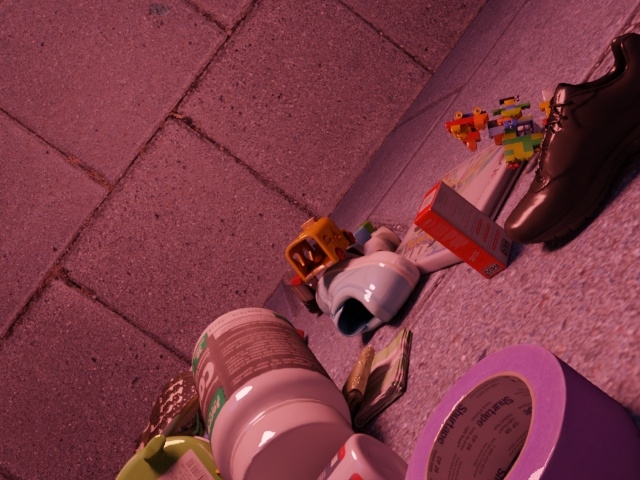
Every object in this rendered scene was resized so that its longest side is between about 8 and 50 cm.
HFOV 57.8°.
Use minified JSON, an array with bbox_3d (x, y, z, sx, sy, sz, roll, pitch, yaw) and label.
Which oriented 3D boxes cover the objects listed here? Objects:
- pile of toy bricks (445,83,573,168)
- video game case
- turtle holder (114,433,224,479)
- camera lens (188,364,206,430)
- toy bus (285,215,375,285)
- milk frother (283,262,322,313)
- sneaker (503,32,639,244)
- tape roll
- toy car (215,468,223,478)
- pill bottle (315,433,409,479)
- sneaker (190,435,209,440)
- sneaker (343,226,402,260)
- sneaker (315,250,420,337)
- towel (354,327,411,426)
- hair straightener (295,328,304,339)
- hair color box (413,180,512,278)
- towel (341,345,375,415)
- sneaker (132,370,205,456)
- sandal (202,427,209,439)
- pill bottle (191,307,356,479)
[{"bbox_3d":[0.328,-0.174,0.977,0.212,0.105,0.118,-10,-10,21],"label":"pile of toy bricks"},{"bbox_3d":[0.264,-0.060,1.144,0.300,0.036,0.329,-56,7,-21],"label":"video game case"},{"bbox_3d":[-0.281,0.539,1.114,0.227,0.243,0.320,65,-139,-67],"label":"turtle holder"},{"bbox_3d":[-0.235,0.365,1.540,0.274,0.219,0.219,-59,4,25],"label":"camera lens"},{"bbox_3d":[0.001,0.001,1.266,0.191,0.104,0.202,-40,7,-20],"label":"toy bus"},{"bbox_3d":[-0.006,0.114,1.663,0.129,0.135,0.143,-3,46,40],"label":"milk frother"},{"bbox_3d":[0.317,-0.122,0.715,0.286,0.130,0.109,-53,9,18],"label":"sneaker"},{"bbox_3d":[0.157,0.185,0.477,0.189,0.080,0.189,-53,7,10],"label":"tape roll"},{"bbox_3d":[-0.070,0.366,1.104,0.239,0.053,0.225,-32,-4,3],"label":"toy car"},{"bbox_3d":[0.023,0.313,0.627,0.180,0.108,0.108,-53,7,6],"label":"pill bottle"},{"bbox_3d":[-0.195,0.431,1.261,0.067,0.188,0.078,54,-149,-67],"label":"sneaker"},{"bbox_3d":[0.067,0.065,1.413,0.146,0.122,0.330,-45,3,-22],"label":"sneaker"},{"bbox_3d":[0.055,0.128,1.199,0.150,0.135,0.366,-52,5,-26],"label":"sneaker"},{"bbox_3d":[0.099,0.217,0.936,0.113,0.023,0.152,-49,8,30],"label":"towel"},{"bbox_3d":[-0.065,0.311,1.552,0.230,0.047,0.089,-126,51,-77],"label":"hair straightener"},{"bbox_3d":[0.210,-0.015,0.845,0.043,0.141,0.072,-46,10,47],"label":"hair color box"},{"bbox_3d":[0.051,0.250,0.954,0.110,0.027,0.148,-61,-7,-51],"label":"towel"},{"bbox_3d":[-0.341,0.489,1.455,0.410,0.182,0.158,-58,24,26],"label":"sneaker"},{"bbox_3d":[-0.256,0.545,1.350,0.317,0.126,0.138,-60,8,18],"label":"sandal"},{"bbox_3d":[-0.075,0.256,0.888,0.204,0.204,0.361,-54,24,0],"label":"pill bottle"}]
